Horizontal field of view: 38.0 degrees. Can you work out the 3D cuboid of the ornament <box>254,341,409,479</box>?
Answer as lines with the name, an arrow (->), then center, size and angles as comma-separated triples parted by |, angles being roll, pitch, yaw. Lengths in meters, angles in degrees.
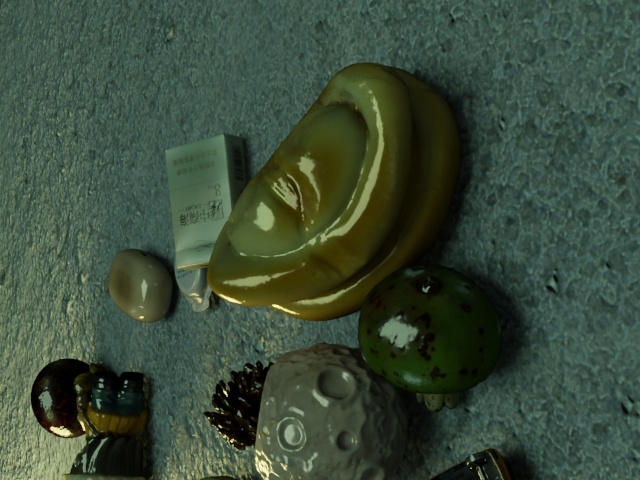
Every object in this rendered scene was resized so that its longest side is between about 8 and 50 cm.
ornament -> 0.020, 0.284, 1.425 | 0.259, 0.225, 0.259 | 9, -90, -87

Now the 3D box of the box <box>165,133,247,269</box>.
box -> -0.216, -0.072, 1.811 | 0.155, 0.067, 0.242 | -10, 82, 32

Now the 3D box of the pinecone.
pinecone -> -0.120, 0.297, 1.674 | 0.174, 0.174, 0.173 | 1, 92, 51

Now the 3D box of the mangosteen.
mangosteen -> -0.580, 0.370, 2.225 | 0.217, 0.192, 0.192 | -22, 73, 24

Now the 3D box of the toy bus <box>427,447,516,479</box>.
toy bus -> 0.212, 0.357, 1.314 | 0.194, 0.088, 0.083 | -43, 59, 45

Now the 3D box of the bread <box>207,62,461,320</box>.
bread -> 0.006, -0.083, 1.401 | 0.424, 0.245, 0.329 | -51, 49, 16

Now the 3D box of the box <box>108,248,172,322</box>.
box -> -0.400, 0.099, 2.056 | 0.200, 0.088, 0.145 | 29, 111, 48

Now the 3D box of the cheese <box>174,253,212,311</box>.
cheese -> -0.261, 0.025, 1.914 | 0.135, 0.052, 0.244 | -22, 73, 46

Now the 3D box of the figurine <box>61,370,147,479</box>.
figurine -> -0.475, 0.468, 2.087 | 0.204, 0.185, 0.332 | -126, 46, -66

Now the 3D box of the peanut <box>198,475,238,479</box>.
peanut -> -0.170, 0.537, 1.740 | 0.291, 0.143, 0.159 | 31, 124, 44

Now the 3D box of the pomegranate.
pomegranate -> 0.157, 0.146, 1.314 | 0.202, 0.202, 0.247 | 38, 146, 44
